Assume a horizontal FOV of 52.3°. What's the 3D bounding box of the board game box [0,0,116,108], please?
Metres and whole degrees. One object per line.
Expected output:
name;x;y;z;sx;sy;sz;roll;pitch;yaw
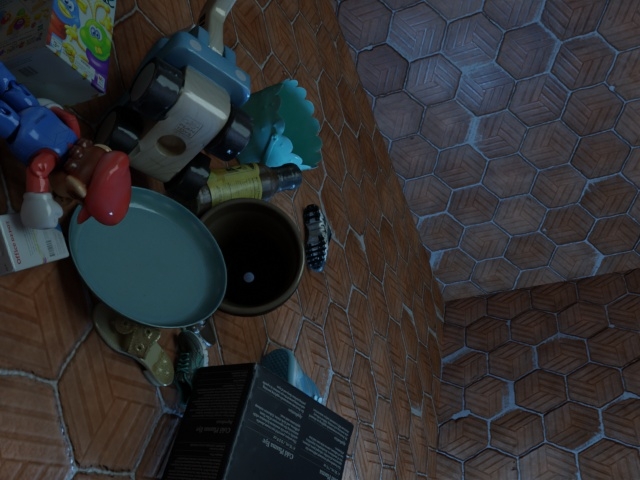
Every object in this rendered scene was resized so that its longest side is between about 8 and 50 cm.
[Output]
board game box;-0.464;-0.388;1.145;0.142;0.144;0.275;41;43;-58

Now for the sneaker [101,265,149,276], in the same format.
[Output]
sneaker;-0.359;0.074;1.244;0.170;0.074;0.063;21;60;-65

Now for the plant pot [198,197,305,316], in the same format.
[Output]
plant pot;-0.172;0.060;1.510;0.229;0.263;0.263;109;-25;-73

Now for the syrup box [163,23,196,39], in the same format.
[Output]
syrup box;-0.340;-0.402;1.529;0.237;0.093;0.096;-80;149;-44

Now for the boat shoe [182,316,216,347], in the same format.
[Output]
boat shoe;-0.272;0.169;1.429;0.064;0.060;0.178;-74;145;-51

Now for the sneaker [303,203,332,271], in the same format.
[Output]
sneaker;0.000;0.000;2.176;0.106;0.078;0.234;34;46;-57

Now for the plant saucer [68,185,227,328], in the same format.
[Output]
plant saucer;-0.325;0.035;1.234;0.317;0.043;0.318;27;40;-25

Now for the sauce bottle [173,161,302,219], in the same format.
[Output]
sauce bottle;-0.188;-0.129;1.576;0.344;0.111;0.111;-18;96;-46

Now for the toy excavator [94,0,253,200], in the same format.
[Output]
toy excavator;-0.250;-0.377;1.333;0.222;0.433;0.445;27;41;-35

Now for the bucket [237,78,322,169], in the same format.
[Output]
bucket;-0.130;-0.314;1.885;0.281;0.183;0.281;-12;90;-68

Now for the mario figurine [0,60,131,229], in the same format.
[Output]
mario figurine;-0.452;-0.131;1.045;0.320;0.170;0.198;43;71;-19

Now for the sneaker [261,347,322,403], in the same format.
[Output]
sneaker;-0.072;0.460;1.682;0.208;0.127;0.319;53;33;-44

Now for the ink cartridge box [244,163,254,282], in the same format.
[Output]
ink cartridge box;-0.187;-0.004;1.732;0.176;0.069;0.371;-53;129;-62

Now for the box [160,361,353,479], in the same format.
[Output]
box;-0.124;0.464;1.327;0.343;0.178;0.313;43;49;-37

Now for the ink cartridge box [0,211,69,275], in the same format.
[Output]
ink cartridge box;-0.472;0.000;1.036;0.122;0.052;0.089;-28;103;-70

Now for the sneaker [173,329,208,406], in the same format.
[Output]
sneaker;-0.276;0.272;1.367;0.076;0.065;0.167;-6;82;-63

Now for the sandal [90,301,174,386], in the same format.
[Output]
sandal;-0.330;0.191;1.246;0.088;0.079;0.240;-79;148;-46
